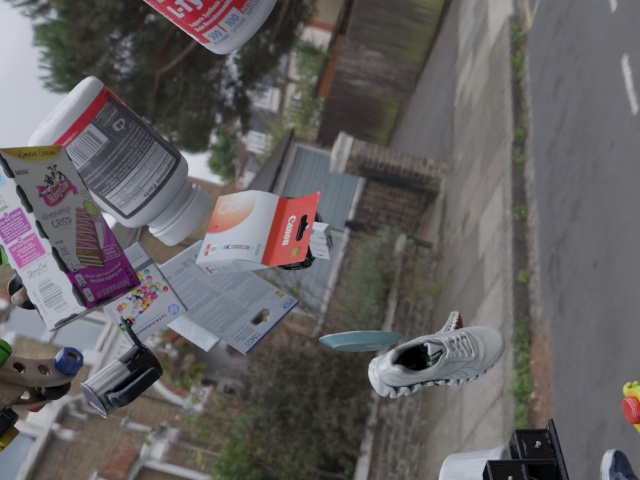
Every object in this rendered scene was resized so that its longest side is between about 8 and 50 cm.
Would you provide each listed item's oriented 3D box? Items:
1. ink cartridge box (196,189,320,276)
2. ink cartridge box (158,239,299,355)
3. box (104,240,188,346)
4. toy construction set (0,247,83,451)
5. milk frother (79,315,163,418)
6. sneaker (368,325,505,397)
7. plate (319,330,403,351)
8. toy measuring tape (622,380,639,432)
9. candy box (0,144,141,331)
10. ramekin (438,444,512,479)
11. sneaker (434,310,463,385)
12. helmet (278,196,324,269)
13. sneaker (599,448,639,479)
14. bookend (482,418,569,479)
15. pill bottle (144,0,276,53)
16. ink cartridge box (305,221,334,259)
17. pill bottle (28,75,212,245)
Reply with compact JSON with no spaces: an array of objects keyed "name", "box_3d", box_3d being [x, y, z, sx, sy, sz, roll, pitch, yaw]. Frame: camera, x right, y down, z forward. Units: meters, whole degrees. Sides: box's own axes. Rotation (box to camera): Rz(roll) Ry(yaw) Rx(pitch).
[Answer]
[{"name":"ink cartridge box","box_3d":[-0.098,-0.020,1.199,0.045,0.179,0.145,52,-142,-39]},{"name":"ink cartridge box","box_3d":[-0.262,0.154,1.937,0.071,0.330,0.324,-62,-11,27]},{"name":"box","box_3d":[-0.403,0.117,1.663,0.145,0.186,0.038,-33,7,-1]},{"name":"toy construction set","box_3d":[-0.509,0.186,1.025,0.257,0.309,0.237,64,-166,-17]},{"name":"milk frother","box_3d":[-0.384,0.235,1.429,0.135,0.143,0.129,-38,7,-32]},{"name":"sneaker","box_3d":[0.242,0.226,1.491,0.118,0.292,0.110,107,144,-57]},{"name":"plate","box_3d":[0.091,0.227,1.692,0.188,0.188,0.024,106,163,-72]},{"name":"toy measuring tape","box_3d":[0.820,0.440,1.830,0.330,0.122,0.121,-107,29,-62]},{"name":"candy box","box_3d":[-0.354,-0.011,1.022,0.071,0.233,0.159,-29,2,15]},{"name":"ramekin","box_3d":[0.345,0.581,1.624,0.277,0.135,0.277,-9,-90,-67]},{"name":"sneaker","box_3d":[0.303,0.266,1.970,0.225,0.093,0.088,-53,-39,-34]},{"name":"helmet","box_3d":[-0.073,-0.024,1.808,0.169,0.170,0.161,106,172,-70]},{"name":"sneaker","box_3d":[0.635,0.522,1.455,0.153,0.099,0.282,-30,38,35]},{"name":"bookend","box_3d":[0.375,0.424,1.440,0.072,0.156,0.157,91,179,-46]},{"name":"pill bottle","box_3d":[-0.298,-0.584,1.553,0.229,0.408,0.229,-30,44,34]},{"name":"ink cartridge box","box_3d":[0.000,0.000,1.707,0.028,0.048,0.083,-54,-36,-40]},{"name":"pill bottle","box_3d":[-0.359,-0.135,1.414,0.176,0.318,0.176,-36,27,22]}]
